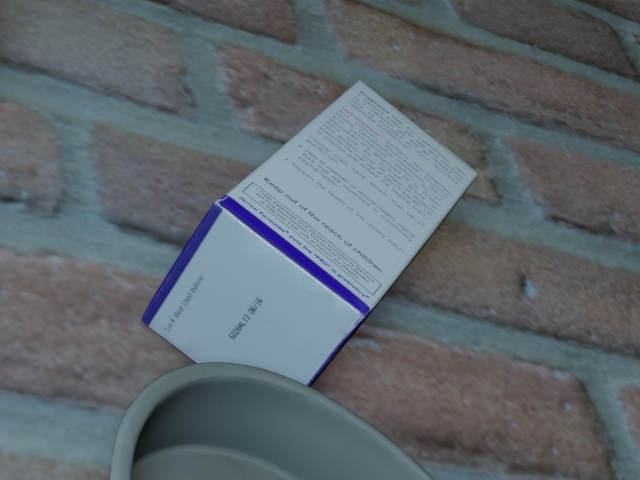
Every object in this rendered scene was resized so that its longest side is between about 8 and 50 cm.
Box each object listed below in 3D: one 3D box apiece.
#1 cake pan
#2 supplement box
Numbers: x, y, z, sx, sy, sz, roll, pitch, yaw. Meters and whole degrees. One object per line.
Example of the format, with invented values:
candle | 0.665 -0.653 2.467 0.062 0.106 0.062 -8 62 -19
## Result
cake pan | 0.005 0.188 0.666 0.293 0.054 0.293 36 23 -18
supplement box | 0.000 0.000 0.883 0.114 0.111 0.220 38 36 3
